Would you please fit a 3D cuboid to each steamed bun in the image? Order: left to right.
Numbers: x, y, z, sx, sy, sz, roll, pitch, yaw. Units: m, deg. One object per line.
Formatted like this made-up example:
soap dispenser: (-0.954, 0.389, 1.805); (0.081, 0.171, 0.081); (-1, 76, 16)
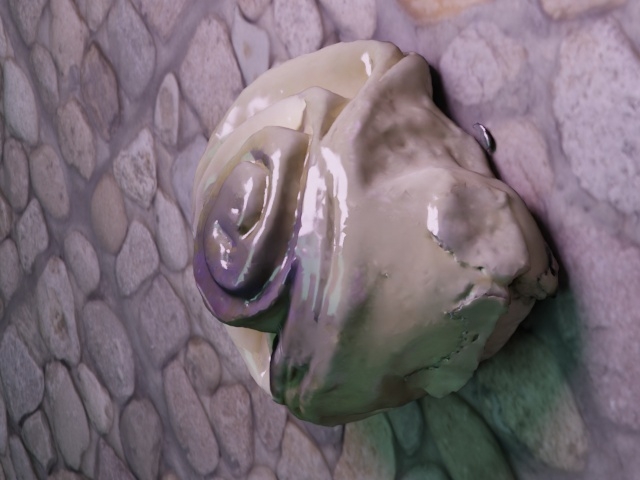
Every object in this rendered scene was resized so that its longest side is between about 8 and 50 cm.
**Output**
steamed bun: (0.000, 0.000, 1.202); (0.394, 0.237, 0.346); (9, 105, 53)
